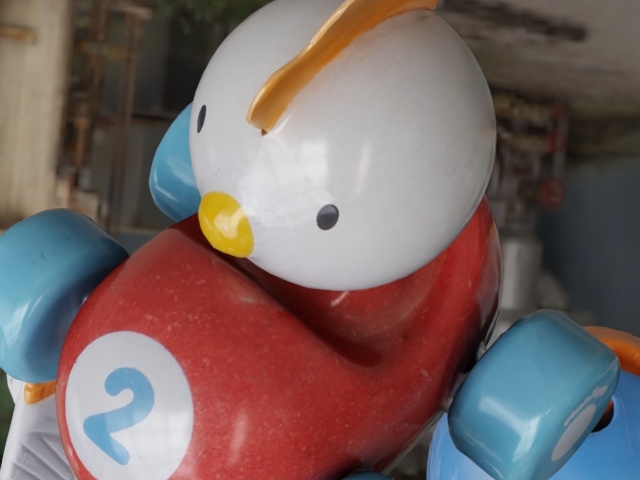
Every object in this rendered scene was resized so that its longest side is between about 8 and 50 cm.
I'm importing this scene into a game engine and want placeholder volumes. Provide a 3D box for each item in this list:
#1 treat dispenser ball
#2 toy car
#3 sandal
[{"bbox_3d":[0.243,0.224,1.508,0.288,0.288,0.288,5,178,0],"label":"treat dispenser ball"},{"bbox_3d":[-0.010,-0.007,0.606,0.219,0.210,0.238,38,149,24],"label":"toy car"},{"bbox_3d":[-0.249,0.124,1.461,0.102,0.265,0.076,7,-158,-45],"label":"sandal"}]
